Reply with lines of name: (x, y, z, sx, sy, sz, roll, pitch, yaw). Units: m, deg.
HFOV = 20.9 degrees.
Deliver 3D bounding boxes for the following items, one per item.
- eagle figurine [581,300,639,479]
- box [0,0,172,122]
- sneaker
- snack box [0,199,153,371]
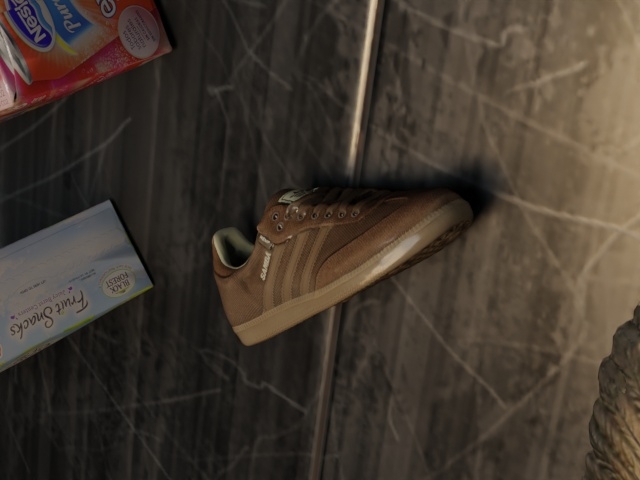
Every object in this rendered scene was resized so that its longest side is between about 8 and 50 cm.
eagle figurine: (0.204, 0.164, 0.713, 0.226, 0.225, 0.298, 16, 153, 23)
box: (-0.229, -0.124, 1.047, 0.256, 0.128, 0.123, -14, 99, 45)
sneaker: (0.000, 0.000, 0.941, 0.188, 0.066, 0.071, -30, 87, 45)
snack box: (-0.235, 0.062, 1.103, 0.207, 0.174, 0.070, -28, 90, 46)
